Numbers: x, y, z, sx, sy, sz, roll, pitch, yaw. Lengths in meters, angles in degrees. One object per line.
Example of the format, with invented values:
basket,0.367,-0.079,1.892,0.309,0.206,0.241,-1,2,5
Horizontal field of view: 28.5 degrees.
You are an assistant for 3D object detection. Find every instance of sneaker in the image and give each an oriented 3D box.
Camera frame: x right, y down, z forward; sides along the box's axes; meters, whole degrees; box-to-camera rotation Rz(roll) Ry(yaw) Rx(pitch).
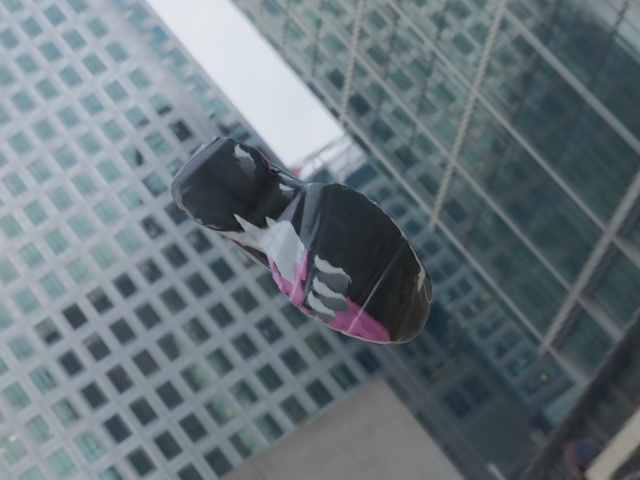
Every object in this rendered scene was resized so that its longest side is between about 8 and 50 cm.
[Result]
sneaker,0.000,0.000,0.720,0.072,0.178,0.077,-52,-33,2
